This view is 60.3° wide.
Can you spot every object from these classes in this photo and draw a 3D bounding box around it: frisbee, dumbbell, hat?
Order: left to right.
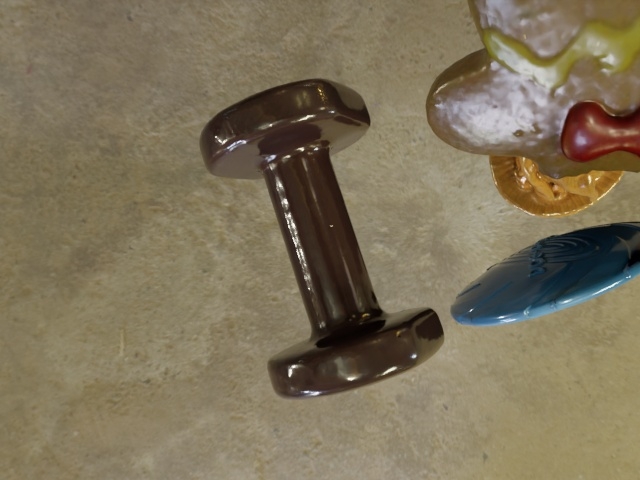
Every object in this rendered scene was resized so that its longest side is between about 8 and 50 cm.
[{"bbox_3d":[0.000,0.000,0.428,0.124,0.140,0.225,-20,83,27],"label":"dumbbell"},{"bbox_3d":[0.251,0.024,0.606,0.242,0.242,0.045,-26,92,11],"label":"frisbee"},{"bbox_3d":[0.334,-0.162,0.724,0.244,0.233,0.233,-30,82,14],"label":"hat"}]

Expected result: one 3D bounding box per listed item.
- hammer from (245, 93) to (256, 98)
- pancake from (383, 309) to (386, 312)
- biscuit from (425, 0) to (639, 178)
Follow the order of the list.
[{"bbox_3d":[-0.096,-0.212,0.915,0.053,0.031,0.083,-14,55,-3],"label":"hammer"},{"bbox_3d":[0.050,0.156,0.798,0.152,0.151,0.025,-43,100,9],"label":"pancake"},{"bbox_3d":[0.250,-0.212,0.439,0.369,0.076,0.393,4,135,24],"label":"biscuit"}]
